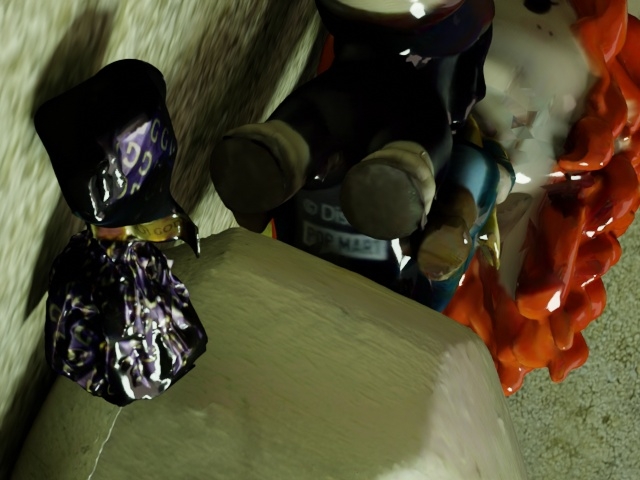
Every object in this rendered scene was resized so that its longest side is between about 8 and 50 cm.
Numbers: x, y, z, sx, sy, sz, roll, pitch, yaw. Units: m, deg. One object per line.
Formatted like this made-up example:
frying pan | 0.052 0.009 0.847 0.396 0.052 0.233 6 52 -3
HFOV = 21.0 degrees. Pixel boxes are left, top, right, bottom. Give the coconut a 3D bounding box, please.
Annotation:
coconut | -0.011 0.118 0.744 0.224 0.234 0.224 -62 -179 1

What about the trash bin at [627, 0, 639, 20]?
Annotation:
trash bin | 0.145 -0.162 1.363 0.334 0.214 0.214 -60 178 16

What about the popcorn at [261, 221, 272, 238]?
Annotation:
popcorn | 0.000 0.000 1.178 0.116 0.120 0.106 -39 -124 41

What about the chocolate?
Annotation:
chocolate | -0.065 -0.005 0.588 0.147 0.070 0.072 108 -21 -54

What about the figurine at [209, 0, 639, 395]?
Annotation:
figurine | 0.062 -0.061 0.978 0.412 0.241 0.306 8 79 -67
